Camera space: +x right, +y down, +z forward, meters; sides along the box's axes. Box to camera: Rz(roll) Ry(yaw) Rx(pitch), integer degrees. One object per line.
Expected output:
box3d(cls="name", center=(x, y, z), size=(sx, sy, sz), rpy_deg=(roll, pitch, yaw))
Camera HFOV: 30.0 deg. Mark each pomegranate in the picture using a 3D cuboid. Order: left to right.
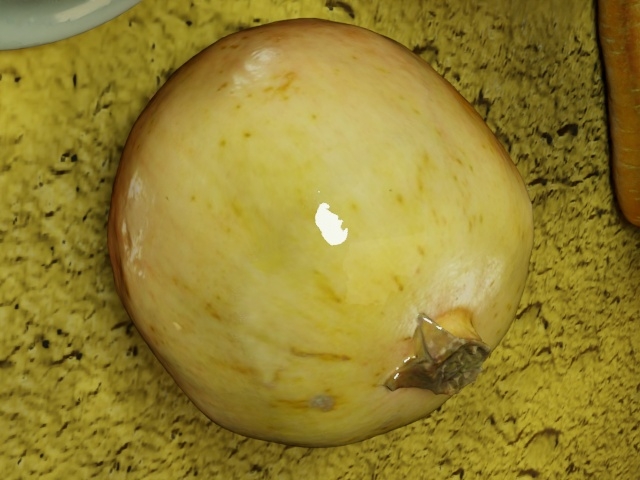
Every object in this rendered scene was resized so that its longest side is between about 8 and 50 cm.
box3d(cls="pomegranate", center=(-0.003, 0.000, 0.519), size=(0.191, 0.191, 0.191), rpy_deg=(-22, 125, -35))

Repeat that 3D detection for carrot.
box3d(cls="carrot", center=(0.201, -0.105, 0.768), size=(0.043, 0.043, 0.248), rpy_deg=(-38, 132, -23))

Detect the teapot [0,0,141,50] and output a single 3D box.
box3d(cls="teapot", center=(-0.047, -0.200, 0.317), size=(0.280, 0.252, 0.424), rpy_deg=(-20, 156, -34))
